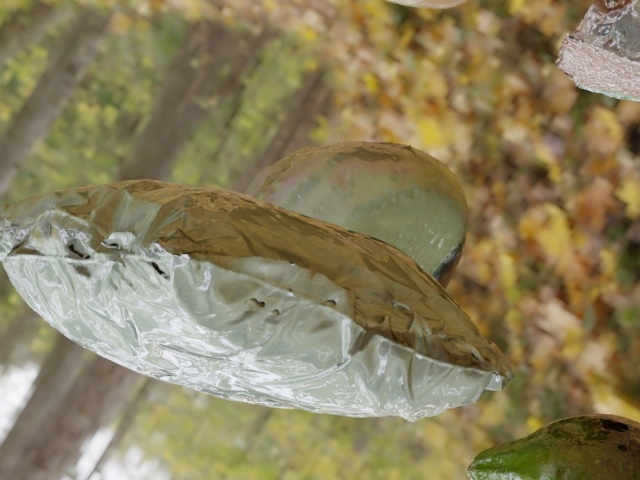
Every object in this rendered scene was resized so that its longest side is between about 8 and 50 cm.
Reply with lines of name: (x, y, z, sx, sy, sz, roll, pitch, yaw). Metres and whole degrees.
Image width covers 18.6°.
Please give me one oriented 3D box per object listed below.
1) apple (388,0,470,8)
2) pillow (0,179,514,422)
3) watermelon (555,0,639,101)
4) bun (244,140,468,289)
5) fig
apple: (0.114, -0.374, 2.095, 0.253, 0.253, 0.253, 31, 176, 2)
pillow: (-0.046, 0.043, 1.357, 0.310, 0.138, 0.283, 20, 173, -30)
watermelon: (0.295, -0.162, 1.615, 0.146, 0.128, 0.231, 41, 176, 8)
bun: (0.000, 0.000, 2.039, 0.187, 0.293, 0.293, 44, -175, 37)
fig: (0.189, 0.192, 1.468, 0.156, 0.123, 0.123, -3, 169, 10)
